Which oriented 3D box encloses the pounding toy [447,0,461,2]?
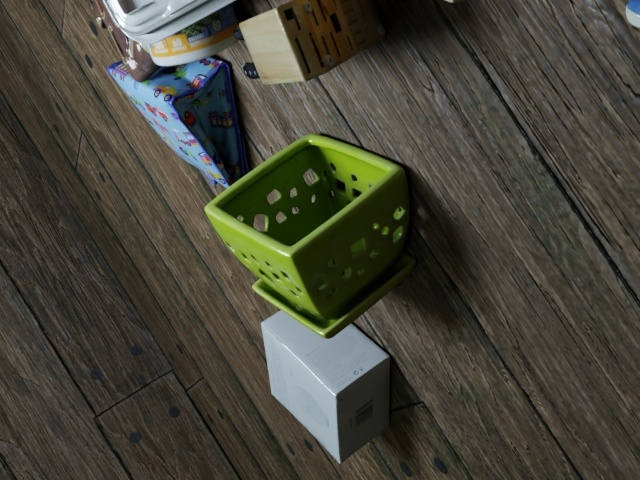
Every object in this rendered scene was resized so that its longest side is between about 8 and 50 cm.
[{"bbox_3d":[0.103,-0.345,0.733,0.181,0.094,0.206,39,138,41],"label":"pounding toy"}]

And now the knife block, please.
[{"bbox_3d":[-0.055,-0.250,1.051,0.242,0.276,0.088,-14,108,32],"label":"knife block"}]

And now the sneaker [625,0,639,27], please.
[{"bbox_3d":[0.307,-0.212,0.637,0.152,0.058,0.085,16,137,49],"label":"sneaker"}]

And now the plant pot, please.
[{"bbox_3d":[0.000,0.000,1.238,0.228,0.227,0.207,27,147,46],"label":"plant pot"}]

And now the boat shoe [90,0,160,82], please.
[{"bbox_3d":[-0.367,-0.428,1.470,0.123,0.123,0.342,-44,68,30],"label":"boat shoe"}]

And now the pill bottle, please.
[{"bbox_3d":[-0.233,-0.423,1.270,0.152,0.152,0.272,22,136,52],"label":"pill bottle"}]

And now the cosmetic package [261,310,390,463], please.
[{"bbox_3d":[0.012,0.259,1.574,0.224,0.138,0.224,38,147,35],"label":"cosmetic package"}]

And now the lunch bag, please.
[{"bbox_3d":[-0.245,-0.214,1.568,0.221,0.138,0.293,32,152,40],"label":"lunch bag"}]

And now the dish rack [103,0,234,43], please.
[{"bbox_3d":[-0.236,-0.466,1.129,0.285,0.072,0.333,-23,102,19],"label":"dish rack"}]
